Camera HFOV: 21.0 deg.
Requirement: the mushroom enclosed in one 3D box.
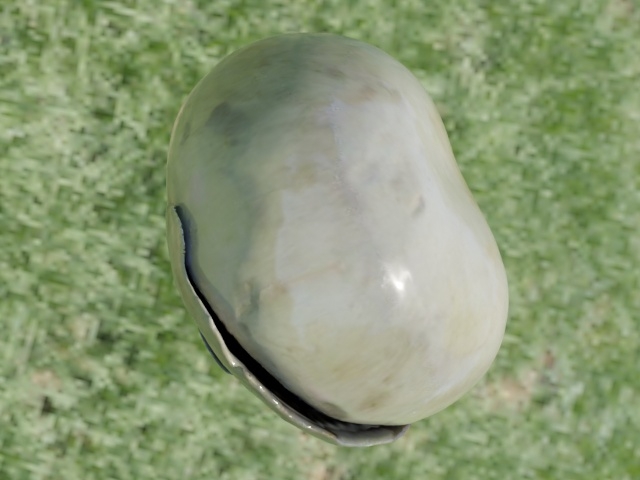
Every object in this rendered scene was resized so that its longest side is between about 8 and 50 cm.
[{"bbox_3d":[0.000,0.000,0.640,0.154,0.122,0.154,39,34,-32],"label":"mushroom"}]
